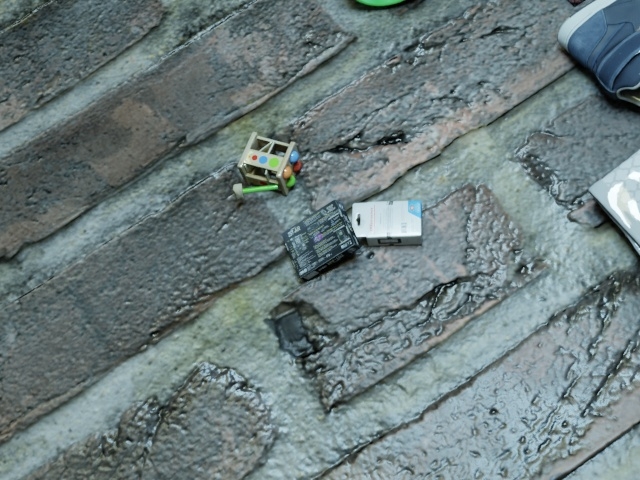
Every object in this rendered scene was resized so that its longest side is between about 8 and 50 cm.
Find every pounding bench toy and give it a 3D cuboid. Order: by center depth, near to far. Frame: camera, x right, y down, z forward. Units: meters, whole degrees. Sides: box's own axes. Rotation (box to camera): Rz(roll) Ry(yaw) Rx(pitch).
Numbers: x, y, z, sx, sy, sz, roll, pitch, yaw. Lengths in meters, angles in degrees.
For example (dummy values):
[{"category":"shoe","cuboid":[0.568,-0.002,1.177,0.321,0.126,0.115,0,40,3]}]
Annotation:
[{"category":"pounding bench toy","cuboid":[-0.065,-0.082,1.218,0.065,0.052,0.083,16,69,16]}]

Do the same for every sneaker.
[{"category":"sneaker","cuboid":[0.422,-0.262,1.172,0.226,0.086,0.163,-39,51,15]}]

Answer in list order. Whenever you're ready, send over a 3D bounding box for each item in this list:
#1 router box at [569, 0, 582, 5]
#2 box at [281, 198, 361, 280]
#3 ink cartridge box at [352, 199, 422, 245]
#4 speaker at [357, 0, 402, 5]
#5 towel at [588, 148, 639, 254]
[{"category":"router box","cuboid":[0.357,-0.380,1.292,0.122,0.038,0.092,-32,65,-6]},{"category":"box","cuboid":[0.000,0.000,1.172,0.083,0.018,0.067,-33,62,18]},{"category":"ink cartridge box","cuboid":[0.081,-0.021,1.178,0.083,0.028,0.048,-1,66,9]},{"category":"speaker","cuboid":[0.071,-0.472,1.335,0.131,0.131,0.296,-8,65,6]},{"category":"towel","cuboid":[0.502,-0.035,1.033,0.317,0.053,0.331,-41,64,18]}]
